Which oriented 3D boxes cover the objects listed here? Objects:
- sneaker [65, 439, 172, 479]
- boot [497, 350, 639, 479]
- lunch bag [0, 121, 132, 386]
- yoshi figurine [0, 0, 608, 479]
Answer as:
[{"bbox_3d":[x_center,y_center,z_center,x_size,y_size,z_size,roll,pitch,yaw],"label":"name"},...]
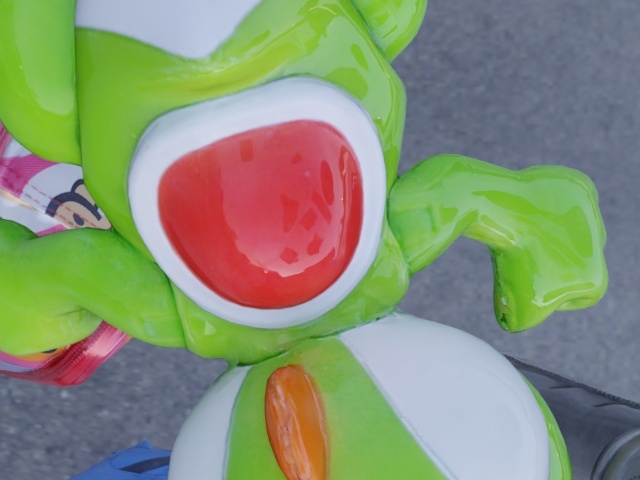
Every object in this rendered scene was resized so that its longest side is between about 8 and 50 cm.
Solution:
[{"bbox_3d":[-0.137,0.169,0.935,0.082,0.209,0.069,-101,178,-53],"label":"sneaker"},{"bbox_3d":[0.133,0.100,0.778,0.190,0.208,0.076,25,94,-42],"label":"boot"},{"bbox_3d":[-0.118,-0.069,0.810,0.120,0.258,0.293,36,74,-19],"label":"lunch bag"},{"bbox_3d":[-0.007,0.001,0.521,0.203,0.203,0.362,-19,92,-43],"label":"yoshi figurine"}]
